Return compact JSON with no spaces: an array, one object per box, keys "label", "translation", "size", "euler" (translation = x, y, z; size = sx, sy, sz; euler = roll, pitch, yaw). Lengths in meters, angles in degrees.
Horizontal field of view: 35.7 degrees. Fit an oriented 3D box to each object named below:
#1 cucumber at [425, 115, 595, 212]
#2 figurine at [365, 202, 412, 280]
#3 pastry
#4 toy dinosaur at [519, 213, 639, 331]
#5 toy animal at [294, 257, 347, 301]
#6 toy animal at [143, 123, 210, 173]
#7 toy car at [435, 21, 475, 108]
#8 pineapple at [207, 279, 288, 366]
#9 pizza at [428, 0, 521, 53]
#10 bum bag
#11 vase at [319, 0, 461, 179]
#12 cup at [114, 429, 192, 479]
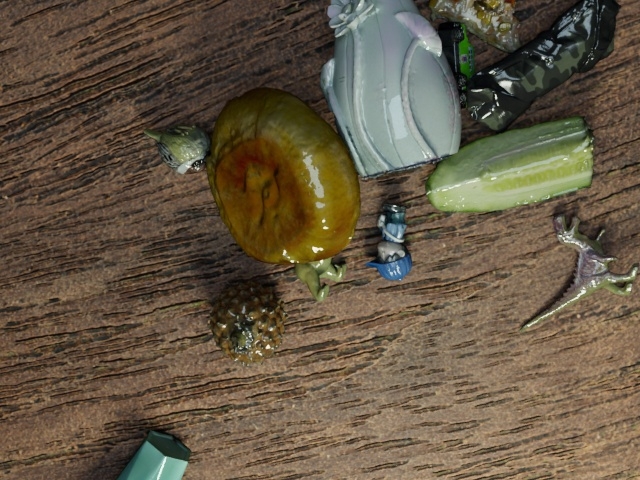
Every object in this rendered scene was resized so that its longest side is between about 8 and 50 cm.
[{"label":"cucumber","translation":[0.359,-0.139,1.902],"size":[0.326,0.105,0.145],"euler":[-16,143,7]},{"label":"figurine","translation":[0.141,0.003,1.956],"size":[0.087,0.086,0.149],"euler":[7,91,-24]},{"label":"pastry","translation":[-0.070,-0.112,1.813],"size":[0.164,0.356,0.355],"euler":[-21,105,-39]},{"label":"toy dinosaur","translation":[0.520,0.078,1.972],"size":[0.200,0.072,0.251],"euler":[11,115,9]},{"label":"toy animal","translation":[0.000,0.000,1.953],"size":[0.101,0.103,0.218],"euler":[18,108,22]},{"label":"toy animal","translation":[-0.276,-0.175,1.917],"size":[0.137,0.098,0.098],"euler":[6,103,19]},{"label":"toy car","translation":[0.254,-0.330,1.873],"size":[0.063,0.071,0.165],"euler":[-15,105,-38]},{"label":"pineapple","translation":[-0.143,0.167,1.931],"size":[0.166,0.193,0.166],"euler":[2,107,7]},{"label":"pizza","translation":[0.315,-0.428,1.865],"size":[0.185,0.052,0.195],"euler":[-35,100,11]},{"label":"bum bag","translation":[0.420,-0.331,1.854],"size":[0.340,0.095,0.144],"euler":[-37,134,2]},{"label":"vase","translation":[0.114,-0.344,1.788],"size":[0.250,0.250,0.445],"euler":[-13,93,4]},{"label":"cup","translation":[-0.361,0.520,2.051],"size":[0.134,0.148,0.235],"euler":[35,98,21]}]
